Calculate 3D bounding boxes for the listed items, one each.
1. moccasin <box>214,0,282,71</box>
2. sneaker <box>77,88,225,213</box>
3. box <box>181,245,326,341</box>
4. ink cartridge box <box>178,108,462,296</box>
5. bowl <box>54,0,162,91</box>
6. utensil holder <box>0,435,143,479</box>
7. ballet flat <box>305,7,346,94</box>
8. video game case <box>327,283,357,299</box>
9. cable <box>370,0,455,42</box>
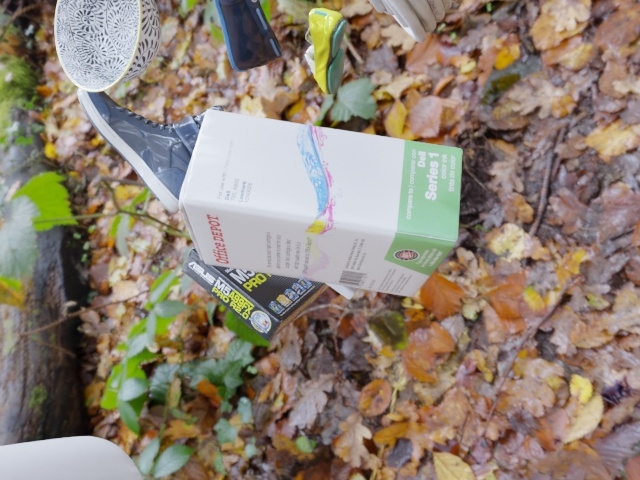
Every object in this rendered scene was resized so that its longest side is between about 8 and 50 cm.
[{"bbox_3d":[-0.131,-0.455,1.010,0.117,0.342,0.137,-10,62,-2],"label":"moccasin"},{"bbox_3d":[-0.233,-0.177,0.869,0.163,0.226,0.086,-40,10,4],"label":"sneaker"},{"bbox_3d":[-0.105,0.055,1.149,0.216,0.270,0.060,39,122,10],"label":"box"},{"bbox_3d":[-0.001,-0.033,0.674,0.201,0.278,0.117,101,178,-69],"label":"ink cartridge box"},{"bbox_3d":[-0.262,-0.275,0.759,0.170,0.080,0.170,4,97,32],"label":"bowl"},{"bbox_3d":[-0.504,0.486,0.914,0.328,0.385,0.327,-4,78,20],"label":"utensil holder"},{"bbox_3d":[0.007,-0.374,1.146,0.077,0.231,0.077,27,75,7],"label":"ballet flat"},{"bbox_3d":[0.000,0.000,0.853,0.019,0.157,0.143,-53,4,33],"label":"video game case"},{"bbox_3d":[0.014,-0.263,0.409,0.089,0.257,0.257,-41,49,16],"label":"cable"}]
